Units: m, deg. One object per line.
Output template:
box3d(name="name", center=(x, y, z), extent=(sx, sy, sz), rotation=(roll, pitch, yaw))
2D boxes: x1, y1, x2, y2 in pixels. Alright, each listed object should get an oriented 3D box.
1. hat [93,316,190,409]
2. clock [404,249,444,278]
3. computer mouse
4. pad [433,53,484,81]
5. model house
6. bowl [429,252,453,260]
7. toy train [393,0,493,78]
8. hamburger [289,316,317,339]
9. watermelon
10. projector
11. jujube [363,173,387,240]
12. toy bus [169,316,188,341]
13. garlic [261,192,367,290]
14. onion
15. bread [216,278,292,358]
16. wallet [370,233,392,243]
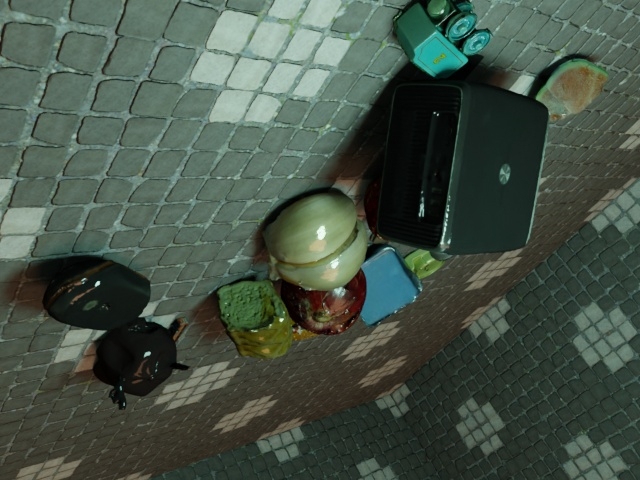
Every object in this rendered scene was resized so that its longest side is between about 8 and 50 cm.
box3d(name="hat", center=(-0.526, 0.393, 1.884), extent=(0.238, 0.209, 0.336), rotation=(-7, 145, -37))
box3d(name="clock", center=(0.421, 0.078, 2.527), extent=(0.231, 0.069, 0.170), rotation=(-28, 155, -8))
box3d(name="computer mouse", center=(-0.520, 0.121, 1.513), extent=(0.183, 0.116, 0.323), rotation=(-35, 162, 1))
box3d(name="pad", center=(0.319, -0.398, 1.630), extent=(0.116, 0.004, 0.193), rotation=(-3, 142, -46))
box3d(name="model house", center=(0.228, 0.159, 2.309), extent=(0.237, 0.216, 0.303), rotation=(-35, 170, 7))
box3d(name="bowl", center=(0.376, -0.123, 1.950), extent=(0.157, 0.346, 0.345), rotation=(30, 126, -13))
box3d(name="toy train", center=(0.257, -0.435, 1.368), extent=(0.163, 0.112, 0.203), rotation=(-37, 153, 25))
box3d(name="hamburger", center=(-0.021, 0.268, 2.294), extent=(0.295, 0.151, 0.227), rotation=(-19, 155, -22))
box3d(name="watermelon", center=(0.696, -0.453, 1.856), extent=(0.231, 0.128, 0.146), rotation=(-42, 128, -8))
box3d(name="projector", center=(0.346, -0.176, 1.589), extent=(0.405, 0.242, 0.396), rotation=(-2, 104, -44))
box3d(name="jujube", center=(0.223, -0.104, 1.837), extent=(0.197, 0.197, 0.290), rotation=(-20, 162, -23))
box3d(name="toy bus", center=(-0.442, 0.278, 1.982), extent=(0.043, 0.031, 0.110), rotation=(-13, 149, -47))
box3d(name="garlic", center=(0.000, 0.000, 1.804), extent=(0.312, 0.286, 0.249), rotation=(-18, -164, -15))
box3d(name="onion", center=(0.010, 0.157, 2.006), extent=(0.276, 0.276, 0.276), rotation=(-25, 154, -13))
box3d(name="bread", center=(-0.199, 0.240, 1.965), extent=(0.196, 0.239, 0.252), rotation=(-30, 146, -9))
box3d(name="wallet", center=(0.247, -0.037, 2.164), extent=(0.152, 0.039, 0.118), rotation=(-9, 145, -32))
